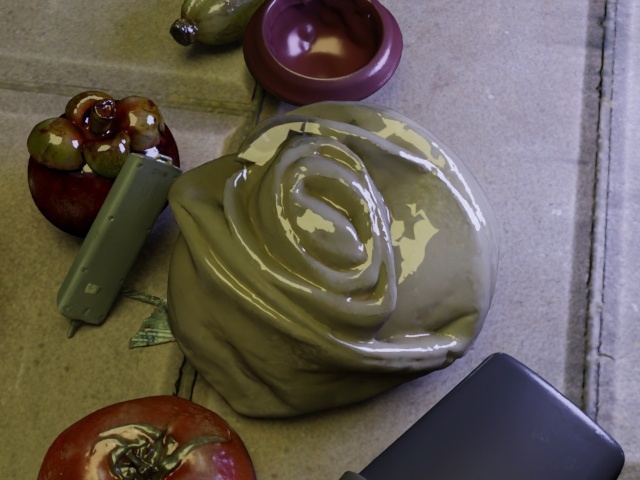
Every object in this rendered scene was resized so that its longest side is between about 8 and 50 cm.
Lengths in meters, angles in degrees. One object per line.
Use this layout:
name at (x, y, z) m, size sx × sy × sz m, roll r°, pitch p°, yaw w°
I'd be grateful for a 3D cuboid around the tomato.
tomato at (-0.184, 0.258, 1.110) m, size 0.236 × 0.095 × 0.237 m, roll -1°, pitch 59°, yaw 2°

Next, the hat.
hat at (0.002, -0.245, 1.392) m, size 0.205 × 0.089 × 0.205 m, roll 0°, pitch 64°, yaw -1°

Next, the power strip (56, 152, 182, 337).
power strip at (-0.233, 0.006, 1.218) m, size 0.060 × 0.253 × 0.027 m, roll 18°, pitch 22°, yaw -34°

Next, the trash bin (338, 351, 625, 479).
trash bin at (0.138, 0.268, 1.042) m, size 0.209 × 0.182 × 0.290 m, roll 38°, pitch 64°, yaw 23°

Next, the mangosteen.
mangosteen at (-0.254, -0.095, 1.257) m, size 0.199 × 0.200 × 0.200 m, roll -1°, pitch 60°, yaw 2°

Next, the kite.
kite at (-0.189, 0.070, 1.268) m, size 0.152 × 0.005 × 0.137 m, roll 26°, pitch 64°, yaw 17°

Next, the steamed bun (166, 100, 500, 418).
steamed bun at (0.000, 0.000, 1.158) m, size 0.367 × 0.255 × 0.342 m, roll -27°, pitch 64°, yaw -10°

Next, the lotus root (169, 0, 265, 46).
lotus root at (-0.122, -0.310, 1.441) m, size 0.183 × 0.077 × 0.090 m, roll -34°, pitch 57°, yaw -19°
